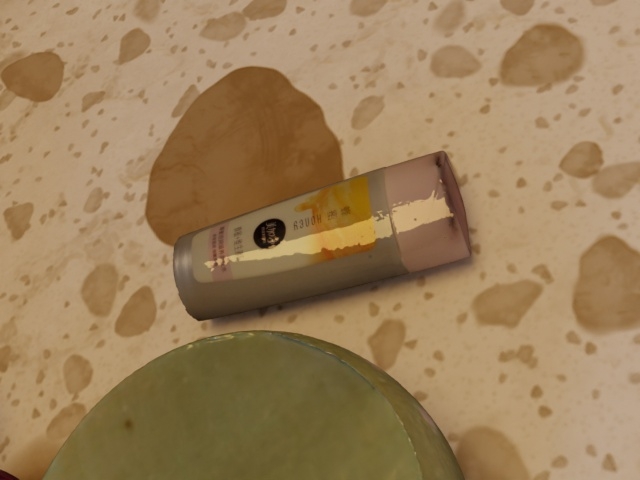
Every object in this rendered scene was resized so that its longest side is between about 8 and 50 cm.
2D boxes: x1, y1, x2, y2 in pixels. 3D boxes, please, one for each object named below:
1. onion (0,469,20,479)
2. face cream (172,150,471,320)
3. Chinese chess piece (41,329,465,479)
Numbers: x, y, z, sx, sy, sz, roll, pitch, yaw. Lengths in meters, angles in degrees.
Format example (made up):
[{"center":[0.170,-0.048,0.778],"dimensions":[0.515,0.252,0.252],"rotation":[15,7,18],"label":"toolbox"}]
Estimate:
[{"center":[-0.301,0.276,0.784],"dimensions":[0.153,0.177,0.177],"rotation":[-12,47,-26],"label":"onion"},{"center":[0.000,0.000,0.872],"dimensions":[0.269,0.073,0.107],"rotation":[-15,63,15],"label":"face cream"},{"center":[-0.054,0.240,0.702],"dimensions":[0.349,0.146,0.349],"rotation":[-12,56,18],"label":"Chinese chess piece"}]
